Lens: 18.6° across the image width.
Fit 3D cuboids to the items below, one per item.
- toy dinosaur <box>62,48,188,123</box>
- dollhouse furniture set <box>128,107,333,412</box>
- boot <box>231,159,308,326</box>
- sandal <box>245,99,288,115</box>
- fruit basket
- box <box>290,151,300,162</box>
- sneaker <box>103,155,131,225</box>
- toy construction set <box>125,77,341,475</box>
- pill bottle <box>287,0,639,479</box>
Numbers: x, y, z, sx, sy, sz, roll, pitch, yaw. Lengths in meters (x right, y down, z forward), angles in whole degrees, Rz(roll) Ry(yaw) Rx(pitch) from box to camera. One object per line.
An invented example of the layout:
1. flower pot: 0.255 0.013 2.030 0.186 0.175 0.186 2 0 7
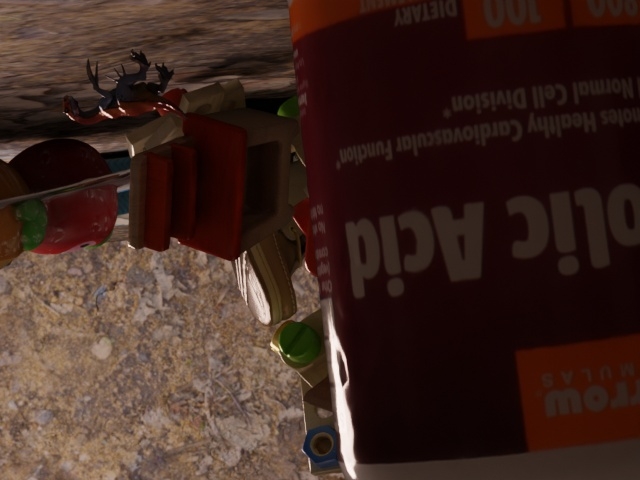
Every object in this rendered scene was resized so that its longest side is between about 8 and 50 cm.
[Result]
1. toy dinosaur: -0.143 -0.097 1.358 0.047 0.090 0.082 17 130 -43
2. dollhouse furniture set: 0.011 -0.010 1.344 0.259 0.262 0.135 17 -155 29
3. boot: 0.002 -0.012 1.686 0.165 0.077 0.213 -6 -144 -10
4. sandal: -0.055 -0.101 1.728 0.179 0.040 0.067 -4 177 -39
5. fruit basket: -0.289 -0.013 1.796 0.353 0.166 0.327 -9 178 -18
6. box: 0.013 -0.094 1.824 0.083 0.062 0.052 -6 176 6
7. sneaker: -0.171 -0.058 2.068 0.228 0.087 0.092 0 -175 1
8. toy construction set: 0.000 0.000 1.540 0.215 0.328 0.151 -35 170 4
9. pill bottle: 0.109 0.027 1.054 0.224 0.392 0.224 -7 177 0
